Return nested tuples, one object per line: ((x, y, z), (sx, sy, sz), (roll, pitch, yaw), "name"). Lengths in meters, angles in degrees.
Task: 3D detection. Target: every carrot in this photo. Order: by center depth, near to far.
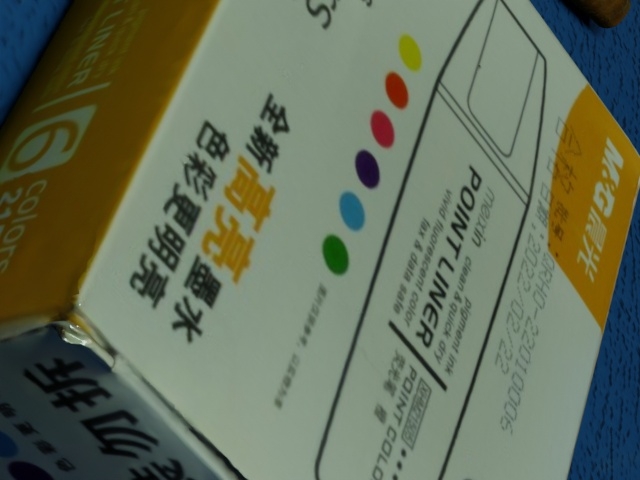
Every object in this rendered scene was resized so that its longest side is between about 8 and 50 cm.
((0.117, -0.136, 0.885), (0.093, 0.032, 0.032), (43, 44, -42), "carrot")

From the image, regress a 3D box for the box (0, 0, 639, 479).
((0.000, 0.000, 0.616), (0.221, 0.091, 0.274), (48, 42, -31), "box")
